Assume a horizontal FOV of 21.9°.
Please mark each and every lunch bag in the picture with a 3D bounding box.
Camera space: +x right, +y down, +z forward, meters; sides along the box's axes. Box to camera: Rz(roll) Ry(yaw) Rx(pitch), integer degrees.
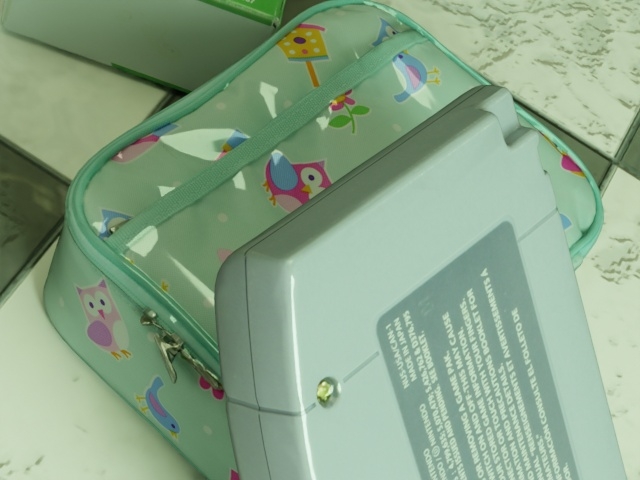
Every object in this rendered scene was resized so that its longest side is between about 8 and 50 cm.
[{"bbox_3d":[0.000,0.000,0.880,0.224,0.108,0.279,44,52,10],"label":"lunch bag"}]

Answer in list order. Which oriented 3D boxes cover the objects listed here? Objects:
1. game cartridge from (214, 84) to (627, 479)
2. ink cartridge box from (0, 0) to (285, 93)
[{"bbox_3d":[0.056,0.103,0.758,0.198,0.062,0.297,-33,117,-33],"label":"game cartridge"},{"bbox_3d":[-0.088,-0.201,0.997,0.153,0.087,0.208,19,51,-8],"label":"ink cartridge box"}]
